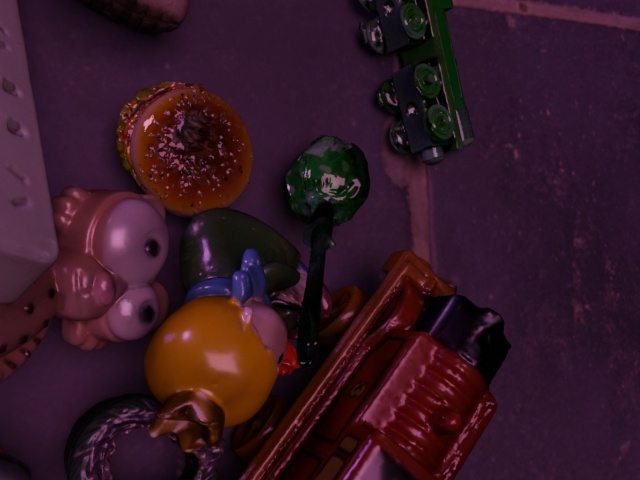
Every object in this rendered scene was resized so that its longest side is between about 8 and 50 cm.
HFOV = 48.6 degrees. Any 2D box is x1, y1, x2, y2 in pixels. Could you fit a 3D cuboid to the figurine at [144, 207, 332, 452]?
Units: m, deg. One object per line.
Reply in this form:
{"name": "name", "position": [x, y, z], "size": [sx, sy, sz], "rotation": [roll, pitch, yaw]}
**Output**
{"name": "figurine", "position": [-0.067, 0.093, 0.648], "size": [0.127, 0.234, 0.185], "rotation": [-32, 129, 18]}

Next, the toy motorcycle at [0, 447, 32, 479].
{"name": "toy motorcycle", "position": [-0.294, 0.296, 0.492], "size": [0.147, 0.221, 0.326], "rotation": [29, 57, -25]}

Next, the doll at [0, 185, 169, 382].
{"name": "doll", "position": [-0.232, 0.047, 0.588], "size": [0.278, 0.119, 0.154], "rotation": [-36, 125, -51]}

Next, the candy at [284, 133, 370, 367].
{"name": "candy", "position": [-0.002, 0.001, 0.664], "size": [0.097, 0.097, 0.324], "rotation": [34, 30, -16]}

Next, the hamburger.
{"name": "hamburger", "position": [-0.133, -0.091, 0.707], "size": [0.126, 0.081, 0.141], "rotation": [-35, 99, -22]}

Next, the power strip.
{"name": "power strip", "position": [-0.277, -0.127, 0.554], "size": [0.091, 0.062, 0.385], "rotation": [29, 32, -51]}

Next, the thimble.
{"name": "thimble", "position": [-0.165, 0.205, 0.657], "size": [0.135, 0.090, 0.119], "rotation": [25, 74, -19]}

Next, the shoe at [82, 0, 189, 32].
{"name": "shoe", "position": [-0.245, -0.355, 0.635], "size": [0.350, 0.171, 0.198], "rotation": [31, 83, -30]}

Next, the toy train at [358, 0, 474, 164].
{"name": "toy train", "position": [0.121, -0.215, 0.835], "size": [0.119, 0.085, 0.252], "rotation": [-16, 95, -39]}

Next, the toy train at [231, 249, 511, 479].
{"name": "toy train", "position": [0.048, 0.186, 0.675], "size": [0.163, 0.231, 0.369], "rotation": [44, 71, -16]}
